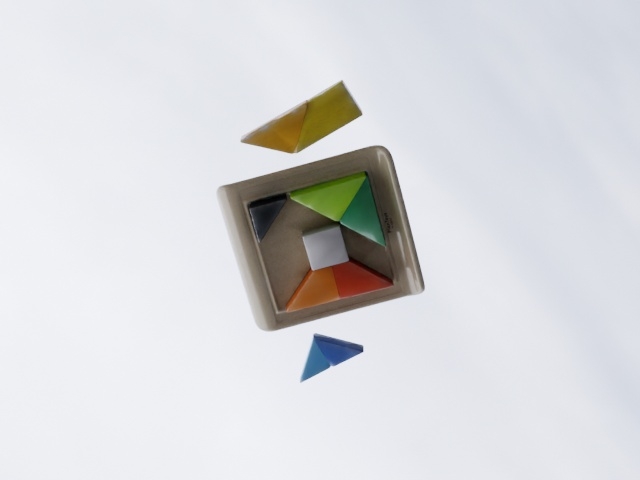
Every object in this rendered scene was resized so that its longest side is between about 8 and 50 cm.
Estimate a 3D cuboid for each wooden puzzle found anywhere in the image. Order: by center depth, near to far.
[{"bbox_3d":[0.000,0.000,0.619,0.014,0.078,0.116,-90,-21,-66],"label":"wooden puzzle"}]
